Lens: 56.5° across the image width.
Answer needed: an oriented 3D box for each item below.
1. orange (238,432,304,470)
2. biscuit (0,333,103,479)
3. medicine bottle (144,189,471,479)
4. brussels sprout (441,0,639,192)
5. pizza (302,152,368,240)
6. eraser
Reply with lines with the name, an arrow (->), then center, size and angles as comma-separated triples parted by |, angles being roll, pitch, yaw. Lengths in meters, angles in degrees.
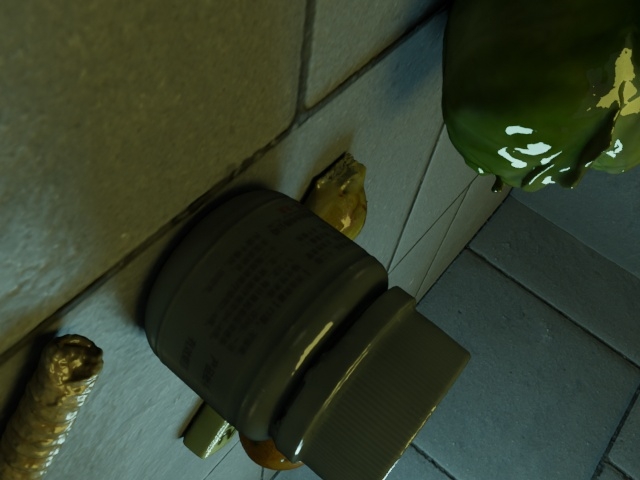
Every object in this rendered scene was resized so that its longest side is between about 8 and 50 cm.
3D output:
orange -> -0.075, 0.377, 1.237 | 0.206, 0.206, 0.206 | -47, 162, -20
biscuit -> -0.271, 0.184, 0.559 | 0.219, 0.055, 0.061 | -58, 152, 14
medicine bottle -> -0.015, 0.115, 0.671 | 0.245, 0.306, 0.245 | -47, 162, -20
brussels sprout -> 0.353, -0.284, 0.798 | 0.426, 0.342, 0.361 | -59, 173, -19
pizza -> 0.005, -0.008, 0.878 | 0.204, 0.080, 0.188 | -41, 159, -33
eraser -> -0.162, 0.297, 1.068 | 0.172, 0.058, 0.117 | -57, 163, 10
